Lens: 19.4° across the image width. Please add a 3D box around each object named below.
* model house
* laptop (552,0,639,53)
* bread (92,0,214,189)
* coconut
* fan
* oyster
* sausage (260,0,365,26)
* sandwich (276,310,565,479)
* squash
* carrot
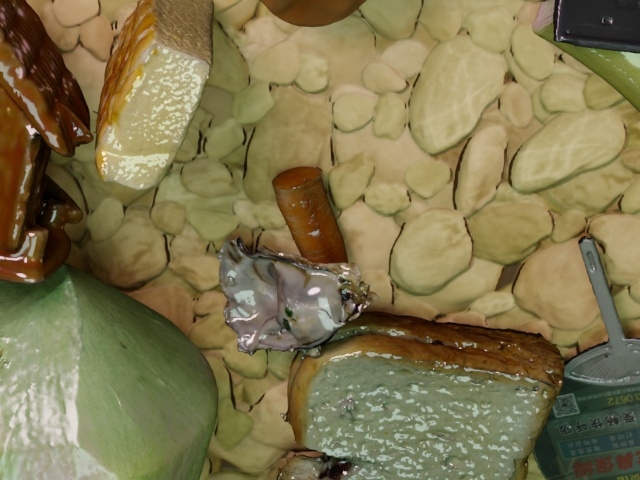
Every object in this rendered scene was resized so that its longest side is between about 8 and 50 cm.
[{"bbox_3d":[-0.274,-0.107,1.526,0.219,0.199,0.229,18,113,6],"label":"model house"},{"bbox_3d":[0.291,-0.217,1.542,0.197,0.016,0.135,5,89,-11],"label":"laptop"},{"bbox_3d":[-0.136,-0.133,1.530,0.068,0.188,0.125,21,113,-12],"label":"bread"},{"bbox_3d":[-0.244,0.161,1.628,0.328,0.281,0.328,14,114,35],"label":"coconut"},{"bbox_3d":[0.274,0.153,1.749,0.294,0.012,0.223,41,121,-12],"label":"fan"},{"bbox_3d":[-0.027,0.057,1.666,0.165,0.053,0.108,12,100,39],"label":"oyster"},{"bbox_3d":[0.027,-0.278,1.497,0.241,0.120,0.136,-39,122,16],"label":"sausage"},{"bbox_3d":[0.083,0.199,1.743,0.249,0.095,0.273,8,116,0],"label":"sandwich"},{"bbox_3d":[0.294,-0.131,1.591,0.250,0.083,0.083,38,110,-14],"label":"squash"},{"bbox_3d":[0.000,0.000,1.675,0.048,0.048,0.139,-17,117,8],"label":"carrot"}]
